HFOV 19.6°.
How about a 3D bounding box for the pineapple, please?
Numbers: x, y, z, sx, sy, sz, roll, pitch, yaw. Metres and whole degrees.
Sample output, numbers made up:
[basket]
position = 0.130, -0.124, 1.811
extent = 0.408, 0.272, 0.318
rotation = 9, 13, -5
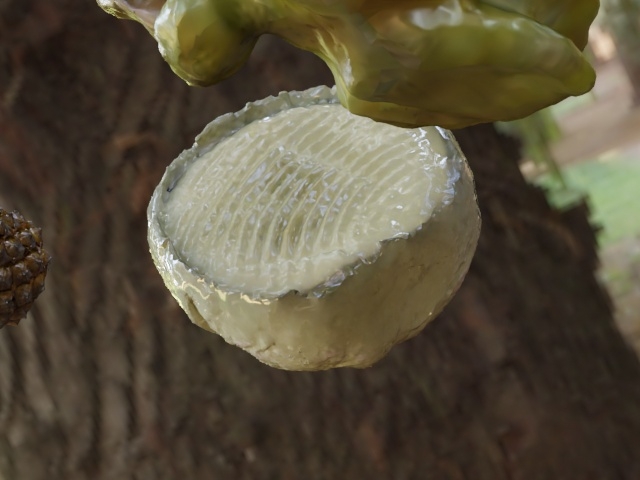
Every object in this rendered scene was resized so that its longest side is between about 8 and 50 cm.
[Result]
[pineapple]
position = -0.240, 0.015, 1.067
extent = 0.103, 0.083, 0.221
rotation = -41, -26, 22

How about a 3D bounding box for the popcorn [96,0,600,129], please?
[popcorn]
position = 0.014, -0.170, 0.883
extent = 0.276, 0.276, 0.225
rotation = -24, 44, 39

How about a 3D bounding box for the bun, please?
[bun]
position = 0.000, 0.000, 1.420
extent = 0.259, 0.152, 0.259
rotation = -11, 41, 9
